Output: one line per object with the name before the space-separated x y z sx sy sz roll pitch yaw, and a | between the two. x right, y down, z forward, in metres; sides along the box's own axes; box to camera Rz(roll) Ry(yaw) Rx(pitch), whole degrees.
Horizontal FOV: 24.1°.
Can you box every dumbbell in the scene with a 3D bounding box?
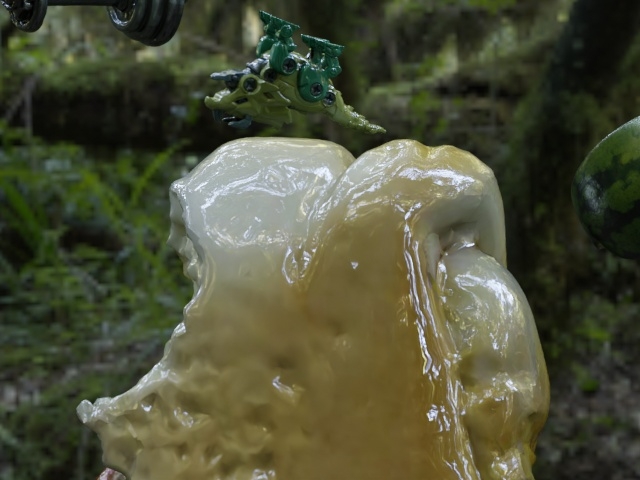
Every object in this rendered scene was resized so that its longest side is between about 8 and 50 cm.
dumbbell | -0.248 -0.252 1.534 0.255 0.110 0.110 -7 3 -36

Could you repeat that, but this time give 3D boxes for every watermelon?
watermelon | 0.385 -0.052 1.501 0.303 0.128 0.159 -26 -35 28

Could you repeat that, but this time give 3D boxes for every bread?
bread | 0.016 0.137 0.942 0.245 0.423 0.329 -9 -16 28

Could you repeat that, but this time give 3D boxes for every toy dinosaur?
toy dinosaur | -0.018 -0.205 1.965 0.259 0.153 0.094 11 12 -23

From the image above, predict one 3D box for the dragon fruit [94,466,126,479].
dragon fruit | -0.051 0.264 1.237 0.295 0.268 0.130 24 -52 -24
